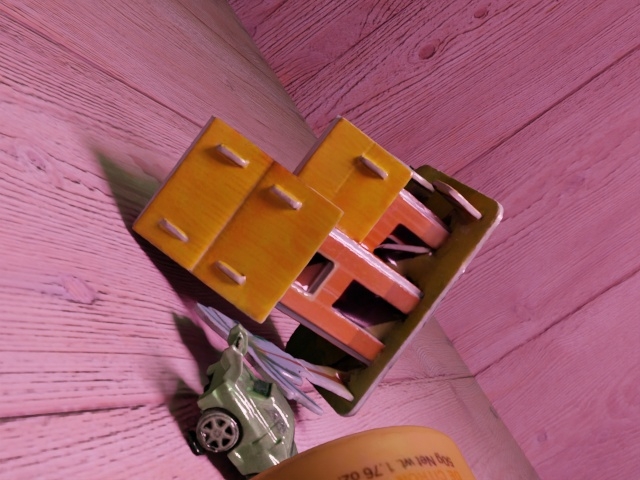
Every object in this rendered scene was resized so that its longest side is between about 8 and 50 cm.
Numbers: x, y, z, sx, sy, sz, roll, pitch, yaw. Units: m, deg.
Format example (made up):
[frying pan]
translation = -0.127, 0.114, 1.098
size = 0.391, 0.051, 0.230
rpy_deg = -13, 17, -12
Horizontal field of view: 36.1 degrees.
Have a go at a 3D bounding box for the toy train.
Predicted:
[toy train]
translation = -0.061, 0.161, 0.870
size = 0.149, 0.081, 0.099
rpy_deg = 53, 9, -10

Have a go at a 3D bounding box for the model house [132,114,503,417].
[model house]
translation = 0.000, 0.000, 1.047
size = 0.323, 0.300, 0.340
rpy_deg = 35, 3, -29

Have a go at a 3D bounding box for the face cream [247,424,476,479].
[face cream]
translation = 0.031, 0.248, 0.604
size = 0.218, 0.218, 0.179
rpy_deg = 41, 16, -54
